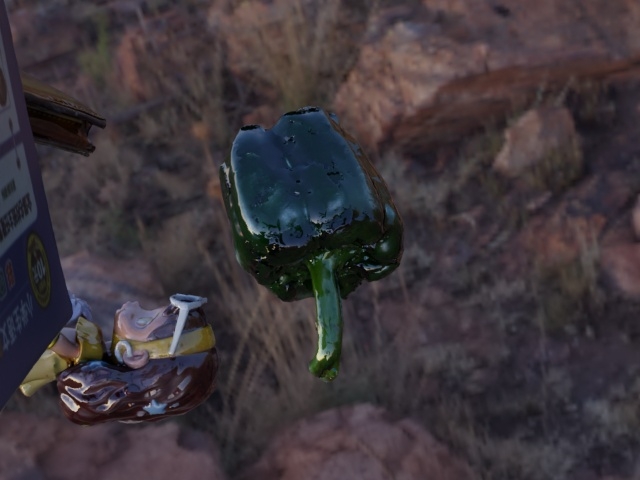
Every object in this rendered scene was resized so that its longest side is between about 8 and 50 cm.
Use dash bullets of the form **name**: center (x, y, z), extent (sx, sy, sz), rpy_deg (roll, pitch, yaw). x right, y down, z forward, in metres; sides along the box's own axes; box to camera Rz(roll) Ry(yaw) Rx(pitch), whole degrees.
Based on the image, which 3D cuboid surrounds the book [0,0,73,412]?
- **book**: center (-0.210, -0.117, 0.676), extent (0.039, 0.428, 0.300), rpy_deg (-9, 12, 5)

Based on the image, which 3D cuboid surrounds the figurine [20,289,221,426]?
- **figurine**: center (-0.204, 0.096, 1.171), extent (0.240, 0.116, 0.175), rpy_deg (4, -2, 2)

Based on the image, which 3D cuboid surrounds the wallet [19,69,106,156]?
- **wallet**: center (-0.258, -0.118, 0.946), extent (0.195, 0.161, 0.042), rpy_deg (29, 95, 26)

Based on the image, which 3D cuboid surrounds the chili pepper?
- **chili pepper**: center (0.000, 0.000, 1.366), extent (0.165, 0.174, 0.261), rpy_deg (-21, 66, -1)
